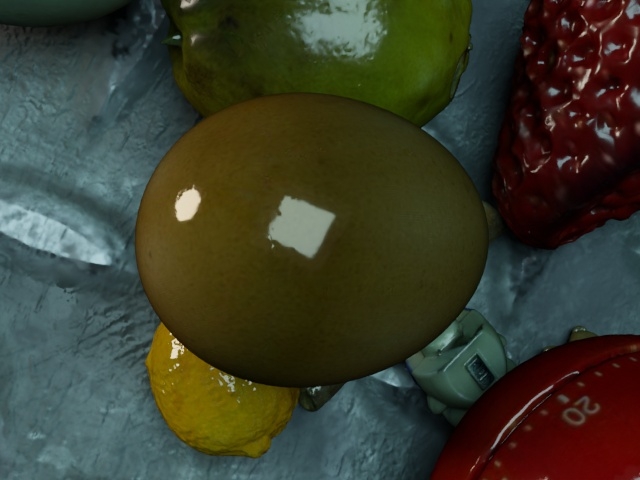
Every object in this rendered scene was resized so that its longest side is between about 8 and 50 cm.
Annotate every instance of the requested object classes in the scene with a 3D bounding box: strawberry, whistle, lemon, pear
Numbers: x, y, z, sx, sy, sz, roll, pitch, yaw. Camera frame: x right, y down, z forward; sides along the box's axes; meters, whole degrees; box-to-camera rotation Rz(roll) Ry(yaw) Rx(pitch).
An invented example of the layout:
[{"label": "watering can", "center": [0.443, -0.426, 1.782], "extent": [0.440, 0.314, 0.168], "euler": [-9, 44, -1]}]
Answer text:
[{"label": "strawberry", "center": [0.306, -0.151, 1.132], "extent": [0.345, 0.317, 0.295], "euler": [-44, 91, 9]}, {"label": "whistle", "center": [0.143, 0.127, 1.109], "extent": [0.110, 0.092, 0.244], "euler": [-44, 115, -10]}, {"label": "lemon", "center": [-0.096, 0.123, 1.046], "extent": [0.142, 0.142, 0.187], "euler": [-13, 76, -15]}, {"label": "pear", "center": [0.001, -0.212, 1.073], "extent": [0.321, 0.269, 0.269], "euler": [-4, 81, -17]}]

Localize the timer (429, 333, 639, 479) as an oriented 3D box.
[{"label": "timer", "center": [0.273, 0.274, 1.005], "extent": [0.378, 0.279, 0.378], "euler": [-11, 113, -26]}]

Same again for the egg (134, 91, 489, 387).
[{"label": "egg", "center": [0.000, 0.000, 0.929], "extent": [0.322, 0.250, 0.250], "euler": [2, 79, -32]}]

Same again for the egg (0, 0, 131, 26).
[{"label": "egg", "center": [-0.323, -0.354, 1.011], "extent": [0.389, 0.276, 0.276], "euler": [31, 75, -6]}]

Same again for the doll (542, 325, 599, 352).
[{"label": "doll", "center": [0.272, 0.137, 1.188], "extent": [0.093, 0.051, 0.061], "euler": [-33, 89, 13]}]

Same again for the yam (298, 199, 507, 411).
[{"label": "yam", "center": [0.081, 0.060, 1.139], "extent": [0.300, 0.066, 0.066], "euler": [-40, 90, -16]}]
